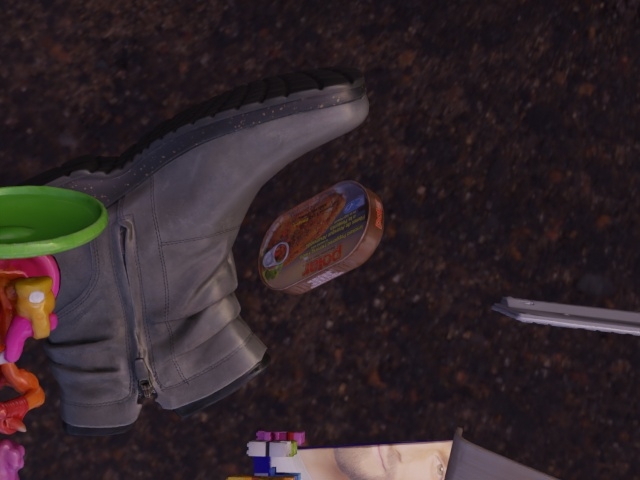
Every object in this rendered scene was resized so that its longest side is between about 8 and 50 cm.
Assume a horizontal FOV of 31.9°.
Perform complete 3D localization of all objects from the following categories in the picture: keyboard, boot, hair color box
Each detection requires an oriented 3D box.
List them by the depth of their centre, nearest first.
[{"bbox_3d":[-0.064,0.008,0.654,0.246,0.083,0.161,-23,105,6],"label":"boot"},{"bbox_3d":[0.258,0.066,0.824,0.255,0.072,0.014,7,98,-7],"label":"keyboard"},{"bbox_3d":[0.067,0.427,1.845,0.338,0.185,0.110,0,169,-21],"label":"hair color box"}]

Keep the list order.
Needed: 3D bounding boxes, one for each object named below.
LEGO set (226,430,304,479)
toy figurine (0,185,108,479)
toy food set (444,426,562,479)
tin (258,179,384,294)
[{"bbox_3d":[-0.081,0.318,1.583,0.093,0.227,0.087,0,84,5],"label":"LEGO set"},{"bbox_3d":[-0.169,0.068,0.456,0.173,0.130,0.159,-9,114,-25],"label":"toy figurine"},{"bbox_3d":[0.297,0.414,1.555,0.306,0.092,0.220,18,103,30],"label":"toy food set"},{"bbox_3d":[0.000,0.000,1.344,0.189,0.106,0.040,-27,139,38],"label":"tin"}]
